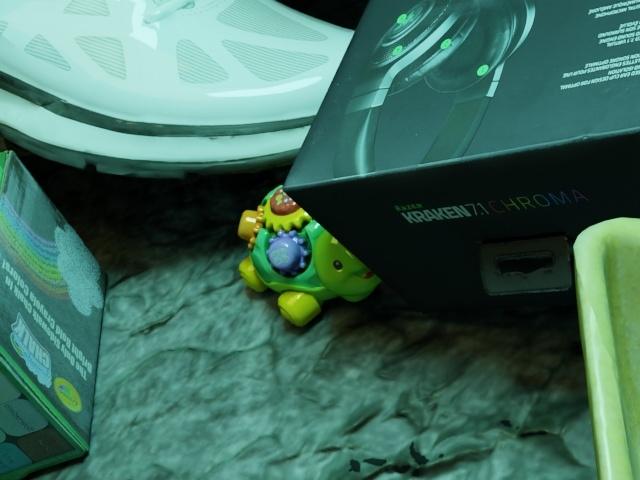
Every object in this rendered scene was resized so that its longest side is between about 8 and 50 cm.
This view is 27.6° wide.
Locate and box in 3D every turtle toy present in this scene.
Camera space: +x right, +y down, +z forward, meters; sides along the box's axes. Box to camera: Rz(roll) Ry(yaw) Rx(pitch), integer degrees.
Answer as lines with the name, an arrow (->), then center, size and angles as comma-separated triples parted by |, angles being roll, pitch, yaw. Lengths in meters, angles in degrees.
turtle toy -> 0.000, 0.000, 0.799 | 0.095, 0.066, 0.130 | -40, 40, -11

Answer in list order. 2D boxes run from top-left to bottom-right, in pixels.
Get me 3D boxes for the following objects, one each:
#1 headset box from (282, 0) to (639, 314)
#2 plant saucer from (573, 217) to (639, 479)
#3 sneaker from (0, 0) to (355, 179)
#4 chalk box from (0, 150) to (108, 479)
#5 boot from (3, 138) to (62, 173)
headset box -> 0.142, -0.100, 0.693 | 0.246, 0.131, 0.283 | -8, 49, 46
plant saucer -> 0.222, 0.169, 0.370 | 0.333, 0.081, 0.332 | 14, 44, -9
sneaker -> -0.166, -0.201, 0.846 | 0.448, 0.257, 0.169 | 12, 30, 14
chalk box -> -0.227, 0.073, 0.815 | 0.132, 0.132, 0.213 | -19, 40, 14
boot -> -0.269, -0.184, 1.125 | 0.112, 0.115, 0.305 | -33, 38, 0
